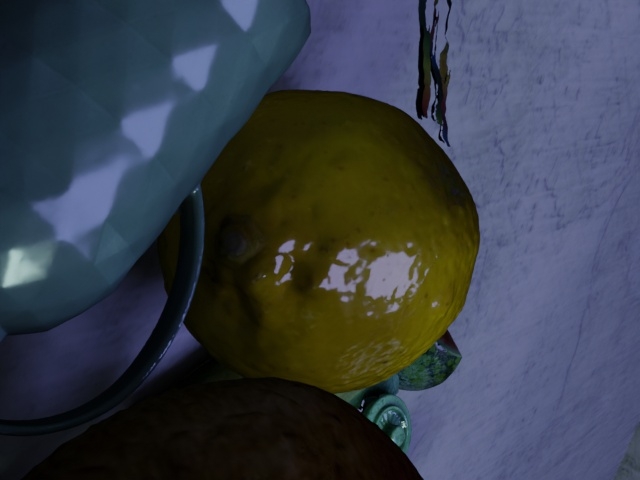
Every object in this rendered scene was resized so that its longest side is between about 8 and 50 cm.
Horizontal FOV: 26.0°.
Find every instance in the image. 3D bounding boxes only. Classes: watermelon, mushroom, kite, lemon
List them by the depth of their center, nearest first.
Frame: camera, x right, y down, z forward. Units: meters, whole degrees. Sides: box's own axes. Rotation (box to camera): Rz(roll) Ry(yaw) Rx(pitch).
[{"bbox_3d":[-0.086,0.200,0.747,0.334,0.356,0.331,9,130,-40],"label":"mushroom"},{"bbox_3d":[0.000,0.000,0.903,0.260,0.204,0.204,-1,116,-67],"label":"lemon"},{"bbox_3d":[0.081,-0.204,0.941,0.152,0.015,0.285,40,52,-67],"label":"kite"},{"bbox_3d":[0.085,0.109,1.369,0.092,0.072,0.084,18,116,-26],"label":"watermelon"}]

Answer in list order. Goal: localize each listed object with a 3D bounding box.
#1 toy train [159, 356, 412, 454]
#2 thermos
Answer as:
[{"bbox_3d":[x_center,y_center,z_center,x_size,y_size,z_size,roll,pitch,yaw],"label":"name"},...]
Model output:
[{"bbox_3d":[-0.046,0.146,1.102,0.307,0.126,0.189,-36,112,-44],"label":"toy train"},{"bbox_3d":[-0.127,-0.031,0.675,0.286,0.182,0.145,-56,-161,-13],"label":"thermos"}]
